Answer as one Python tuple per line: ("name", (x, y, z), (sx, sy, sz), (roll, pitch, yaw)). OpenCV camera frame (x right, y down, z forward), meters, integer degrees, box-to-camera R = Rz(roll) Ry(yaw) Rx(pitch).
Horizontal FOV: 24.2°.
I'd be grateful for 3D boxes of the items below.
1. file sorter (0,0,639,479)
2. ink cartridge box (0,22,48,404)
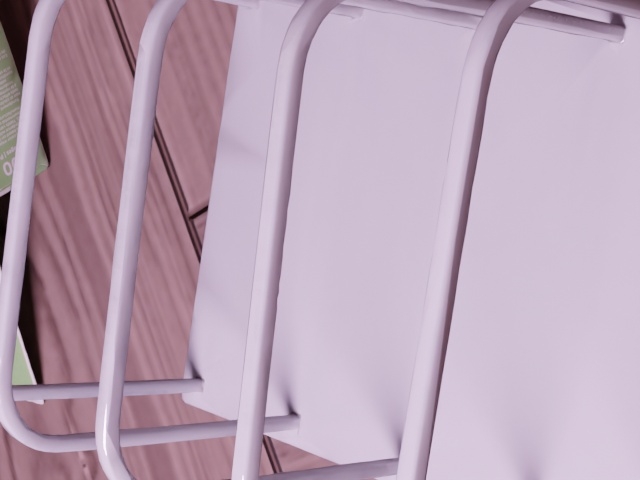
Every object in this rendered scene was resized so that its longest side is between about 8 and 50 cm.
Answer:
("file sorter", (0.000, 0.000, 0.520), (0.277, 0.173, 0.193), (14, 98, 44))
("ink cartridge box", (-0.219, -0.037, 0.809), (0.171, 0.056, 0.235), (9, 124, 40))
